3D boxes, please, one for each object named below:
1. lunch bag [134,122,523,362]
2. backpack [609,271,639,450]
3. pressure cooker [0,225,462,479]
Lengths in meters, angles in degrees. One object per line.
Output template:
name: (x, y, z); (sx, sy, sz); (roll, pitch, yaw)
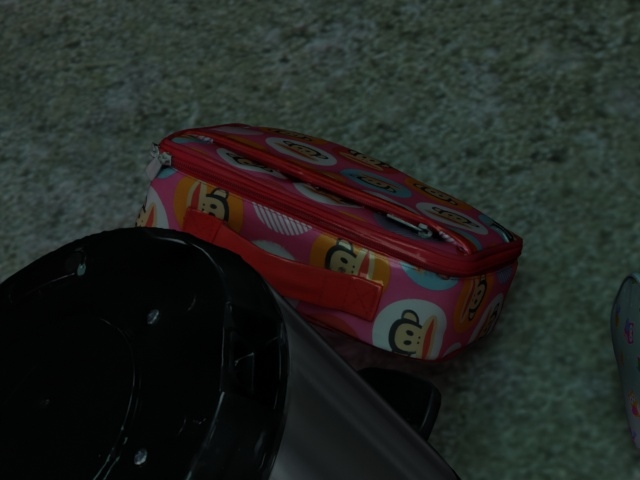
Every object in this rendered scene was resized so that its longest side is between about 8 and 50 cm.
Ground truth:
lunch bag: (0.000, 0.000, 1.261); (0.293, 0.258, 0.120); (23, 105, 19)
backpack: (0.307, 0.075, 1.218); (0.144, 0.166, 0.188); (1, 61, 1)
pressure cooker: (-0.080, 0.245, 1.081); (0.370, 0.420, 0.375); (-33, 38, 15)
